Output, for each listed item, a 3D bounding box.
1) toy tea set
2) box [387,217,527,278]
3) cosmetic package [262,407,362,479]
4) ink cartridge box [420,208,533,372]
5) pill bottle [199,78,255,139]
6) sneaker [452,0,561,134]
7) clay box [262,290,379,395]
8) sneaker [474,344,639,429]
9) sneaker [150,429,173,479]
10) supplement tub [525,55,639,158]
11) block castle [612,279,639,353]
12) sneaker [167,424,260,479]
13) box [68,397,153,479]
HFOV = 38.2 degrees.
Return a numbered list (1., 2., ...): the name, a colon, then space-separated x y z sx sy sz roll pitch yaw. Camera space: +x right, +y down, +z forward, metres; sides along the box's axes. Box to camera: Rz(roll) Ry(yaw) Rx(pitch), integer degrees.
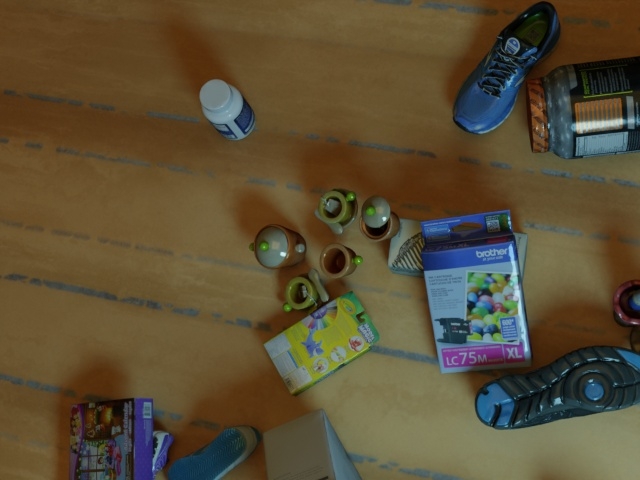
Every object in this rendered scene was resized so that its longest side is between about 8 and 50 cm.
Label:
1. toy tea set: 0.000 0.000 1.909 0.336 0.124 0.200 -41 68 22
2. box: 0.283 0.028 1.907 0.275 0.094 0.113 6 78 13
3. cosmetic package: 0.000 0.485 1.741 0.138 0.224 0.225 -23 28 6
4. ink cartridge box: 0.305 0.104 1.823 0.185 0.065 0.311 -7 102 16
5. pill bottle: -0.209 -0.292 2.044 0.094 0.169 0.094 -3 76 10
6. sneaker: 0.388 -0.375 1.956 0.129 0.147 0.330 34 86 17
7. clay box: 0.006 0.215 1.940 0.222 0.053 0.127 -31 73 2
8. sneaker: 0.468 0.283 1.781 0.340 0.139 0.125 -12 74 12
9. sneaker: -0.354 0.480 1.946 0.068 0.071 0.170 33 100 38
10. supplement tub: 0.581 -0.268 1.867 0.315 0.193 0.194 -4 76 10
11. block castle: 0.781 0.195 1.705 0.303 0.213 0.453 -39 73 0
12. sneaker: -0.219 0.460 1.914 0.228 0.092 0.087 -35 74 22
13. box: -0.438 0.482 1.925 0.200 0.057 0.293 -12 73 34
